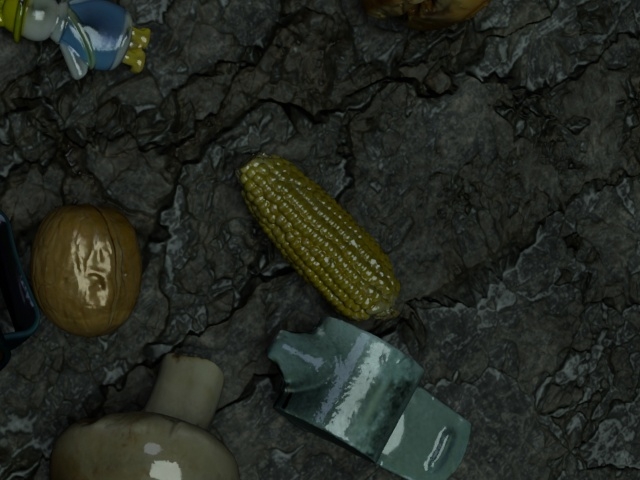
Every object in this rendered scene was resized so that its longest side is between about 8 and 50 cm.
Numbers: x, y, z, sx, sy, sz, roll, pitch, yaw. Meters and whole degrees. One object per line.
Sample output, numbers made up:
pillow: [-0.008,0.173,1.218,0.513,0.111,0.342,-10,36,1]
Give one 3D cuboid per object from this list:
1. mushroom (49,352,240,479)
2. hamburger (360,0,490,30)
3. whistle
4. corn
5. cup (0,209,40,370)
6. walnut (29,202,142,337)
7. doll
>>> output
mushroom: [-0.251,0.310,1.826,0.293,0.292,0.290,20,54,-18]
hamburger: [0.189,-0.467,1.877,0.174,0.304,0.284,19,86,-20]
whistle: [0.078,0.265,1.966,0.405,0.188,0.168,43,72,-48]
corn: [0.000,0.000,1.933,0.130,0.130,0.347,-45,100,-11]
cup: [-0.549,0.050,1.658,0.308,0.242,0.292,-17,72,-20]
walnut: [-0.344,0.043,1.807,0.165,0.165,0.197,-5,102,-18]
doll: [-0.371,-0.318,1.814,0.241,0.098,0.135,14,111,-17]
